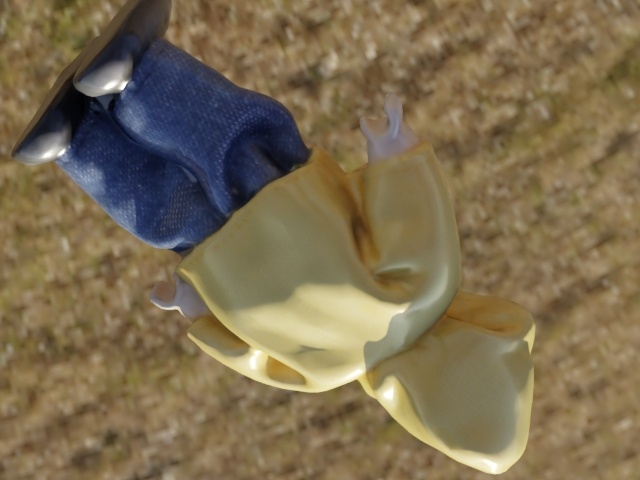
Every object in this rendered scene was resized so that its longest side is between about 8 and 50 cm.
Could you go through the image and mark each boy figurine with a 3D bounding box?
[{"bbox_3d":[0.000,0.000,0.930,0.285,0.092,0.177,37,127,-11],"label":"boy figurine"}]
